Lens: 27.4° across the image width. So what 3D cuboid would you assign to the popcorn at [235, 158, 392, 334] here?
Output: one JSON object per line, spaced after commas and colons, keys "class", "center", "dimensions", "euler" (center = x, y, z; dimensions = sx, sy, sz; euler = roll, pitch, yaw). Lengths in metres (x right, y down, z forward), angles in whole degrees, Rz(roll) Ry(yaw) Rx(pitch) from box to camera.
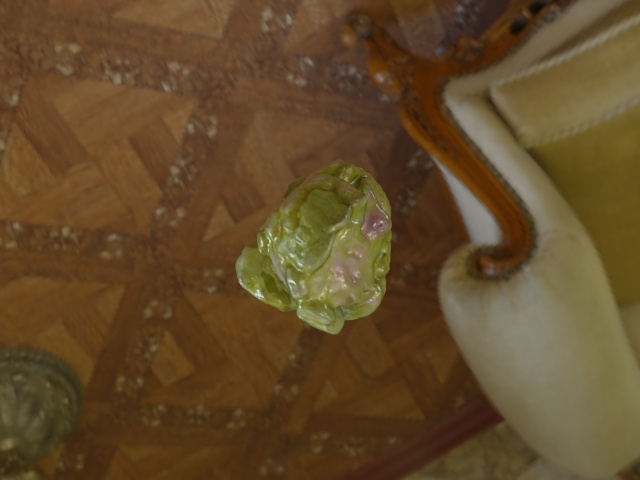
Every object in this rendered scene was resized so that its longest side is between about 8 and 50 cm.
{"class": "popcorn", "center": [0.002, -0.001, 0.857], "dimensions": [0.109, 0.089, 0.097], "euler": [-64, 152, -9]}
